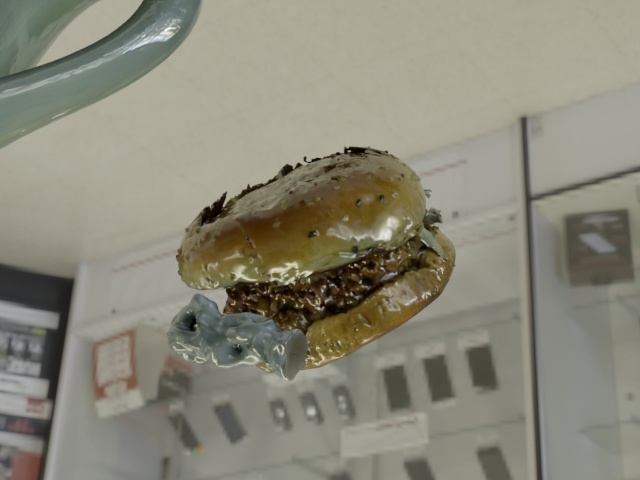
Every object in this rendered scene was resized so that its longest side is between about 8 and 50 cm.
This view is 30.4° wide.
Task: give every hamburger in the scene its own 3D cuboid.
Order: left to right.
[{"bbox_3d":[0.000,0.000,0.766,0.113,0.185,0.177,60,154,-10],"label":"hamburger"}]

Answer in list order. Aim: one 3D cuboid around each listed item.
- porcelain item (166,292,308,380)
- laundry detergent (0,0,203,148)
[{"bbox_3d":[-0.048,0.053,0.631,0.083,0.036,0.028,13,169,30],"label":"porcelain item"},{"bbox_3d":[-0.169,-0.130,0.560,0.280,0.215,0.105,-36,154,-25],"label":"laundry detergent"}]
